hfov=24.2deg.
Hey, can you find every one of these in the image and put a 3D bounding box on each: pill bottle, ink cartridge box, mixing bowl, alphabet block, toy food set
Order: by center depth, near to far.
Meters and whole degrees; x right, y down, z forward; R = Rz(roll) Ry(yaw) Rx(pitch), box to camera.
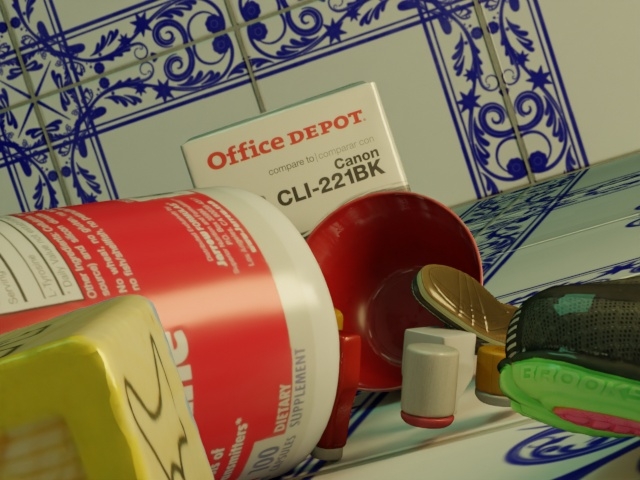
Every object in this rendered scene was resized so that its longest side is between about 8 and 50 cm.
[{"bbox_3d":[-0.157,0.148,0.752,0.193,0.192,0.197,-20,3,1],"label":"alphabet block"},{"bbox_3d":[-0.207,0.096,1.019,0.408,0.229,0.229,-10,-2,-38],"label":"pill bottle"},{"bbox_3d":[0.047,0.119,1.136,0.232,0.104,0.111,9,8,41],"label":"toy food set"},{"bbox_3d":[0.070,0.056,1.333,0.181,0.181,0.098,-17,-23,16],"label":"mixing bowl"},{"bbox_3d":[0.000,0.000,1.449,0.197,0.272,0.114,-18,4,1],"label":"ink cartridge box"}]

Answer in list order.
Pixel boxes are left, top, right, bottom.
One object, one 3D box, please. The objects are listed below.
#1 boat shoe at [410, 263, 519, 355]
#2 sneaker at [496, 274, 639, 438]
[{"bbox_3d":[0.124,0.069,1.197,0.049,0.152,0.056,-35,38,34],"label":"boat shoe"},{"bbox_3d":[0.293,-0.016,0.863,0.483,0.202,0.185,-20,4,-25],"label":"sneaker"}]
